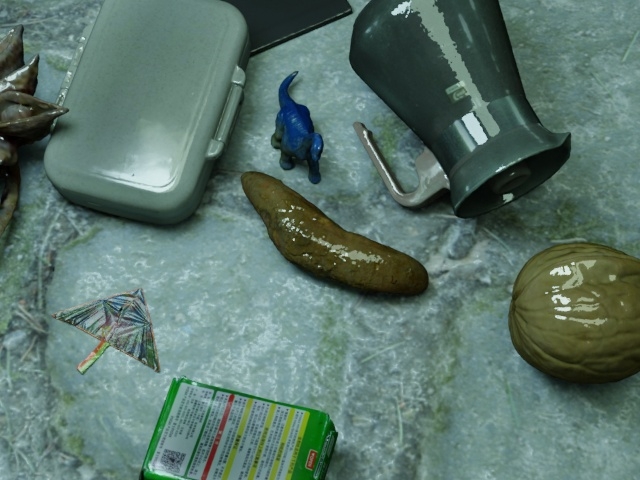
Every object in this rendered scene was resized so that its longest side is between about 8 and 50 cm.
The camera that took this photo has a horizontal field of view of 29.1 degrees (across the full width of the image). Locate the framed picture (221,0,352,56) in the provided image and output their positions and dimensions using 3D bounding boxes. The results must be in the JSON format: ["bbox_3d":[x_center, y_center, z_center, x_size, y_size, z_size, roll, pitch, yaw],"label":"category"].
[{"bbox_3d":[-0.151,-0.419,2.104,0.339,0.014,0.255,-26,67,-13],"label":"framed picture"}]

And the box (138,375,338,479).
[{"bbox_3d":[-0.113,0.297,1.704,0.250,0.103,0.180,13,52,8],"label":"box"}]

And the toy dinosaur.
[{"bbox_3d":[-0.031,-0.193,1.904,0.075,0.188,0.247,-2,63,-10],"label":"toy dinosaur"}]

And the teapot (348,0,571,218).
[{"bbox_3d":[0.195,-0.216,1.904,0.300,0.253,0.344,-34,71,20],"label":"teapot"}]

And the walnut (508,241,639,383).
[{"bbox_3d":[0.381,0.103,1.761,0.228,0.228,0.228,0,65,-1],"label":"walnut"}]

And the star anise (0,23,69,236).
[{"bbox_3d":[-0.510,-0.163,1.912,0.292,0.109,0.349,-52,49,19],"label":"star anise"}]

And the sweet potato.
[{"bbox_3d":[0.000,0.003,1.867,0.341,0.092,0.114,30,43,12],"label":"sweet potato"}]

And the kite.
[{"bbox_3d":[-0.310,0.133,1.843,0.190,0.010,0.159,25,67,11],"label":"kite"}]

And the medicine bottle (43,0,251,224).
[{"bbox_3d":[-0.266,-0.217,1.938,0.282,0.123,0.375,13,69,10],"label":"medicine bottle"}]
